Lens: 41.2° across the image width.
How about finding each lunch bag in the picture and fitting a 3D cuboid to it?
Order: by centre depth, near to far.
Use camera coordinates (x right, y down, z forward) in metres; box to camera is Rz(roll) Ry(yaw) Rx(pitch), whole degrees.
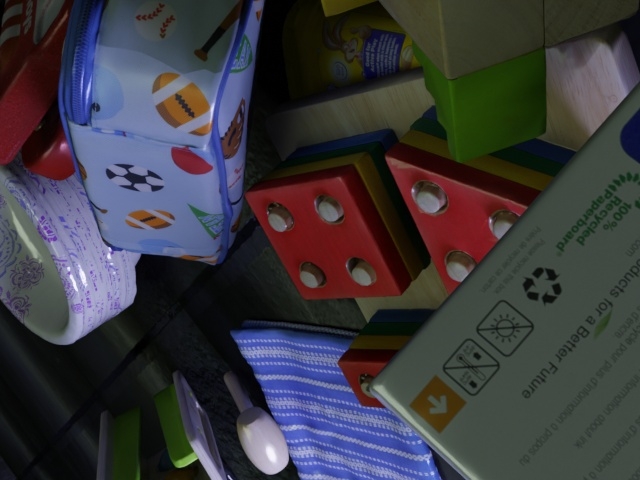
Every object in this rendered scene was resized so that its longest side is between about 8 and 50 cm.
[{"bbox_3d":[-0.097,-0.129,0.605,0.114,0.243,0.303,9,158,-6],"label":"lunch bag"}]

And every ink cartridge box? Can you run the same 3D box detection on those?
[{"bbox_3d":[0.232,0.054,0.354,0.307,0.304,0.072,42,177,15],"label":"ink cartridge box"}]

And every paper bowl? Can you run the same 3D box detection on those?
[{"bbox_3d":[-0.333,-0.025,1.061,0.284,0.148,0.284,30,138,32],"label":"paper bowl"}]

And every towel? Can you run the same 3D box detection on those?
[{"bbox_3d":[0.035,0.243,0.950,0.243,0.040,0.336,0,118,49],"label":"towel"}]

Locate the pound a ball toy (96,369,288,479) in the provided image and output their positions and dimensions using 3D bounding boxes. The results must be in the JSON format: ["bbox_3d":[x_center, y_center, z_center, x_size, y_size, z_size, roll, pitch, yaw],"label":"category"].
[{"bbox_3d":[-0.153,0.265,1.058,0.136,0.208,0.319,63,171,-13],"label":"pound a ball toy"}]

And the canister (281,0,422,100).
[{"bbox_3d":[0.063,-0.103,0.598,0.169,0.073,0.126,21,135,36],"label":"canister"}]

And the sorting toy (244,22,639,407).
[{"bbox_3d":[0.094,0.023,0.544,0.255,0.089,0.257,-5,121,43],"label":"sorting toy"}]

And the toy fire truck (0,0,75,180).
[{"bbox_3d":[-0.246,-0.218,0.748,0.254,0.169,0.302,-37,44,35],"label":"toy fire truck"}]

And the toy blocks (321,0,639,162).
[{"bbox_3d":[0.035,-0.268,0.384,0.261,0.190,0.382,-116,8,-48],"label":"toy blocks"}]

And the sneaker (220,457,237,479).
[{"bbox_3d":[-0.166,0.394,1.274,0.106,0.078,0.234,29,136,35],"label":"sneaker"}]
